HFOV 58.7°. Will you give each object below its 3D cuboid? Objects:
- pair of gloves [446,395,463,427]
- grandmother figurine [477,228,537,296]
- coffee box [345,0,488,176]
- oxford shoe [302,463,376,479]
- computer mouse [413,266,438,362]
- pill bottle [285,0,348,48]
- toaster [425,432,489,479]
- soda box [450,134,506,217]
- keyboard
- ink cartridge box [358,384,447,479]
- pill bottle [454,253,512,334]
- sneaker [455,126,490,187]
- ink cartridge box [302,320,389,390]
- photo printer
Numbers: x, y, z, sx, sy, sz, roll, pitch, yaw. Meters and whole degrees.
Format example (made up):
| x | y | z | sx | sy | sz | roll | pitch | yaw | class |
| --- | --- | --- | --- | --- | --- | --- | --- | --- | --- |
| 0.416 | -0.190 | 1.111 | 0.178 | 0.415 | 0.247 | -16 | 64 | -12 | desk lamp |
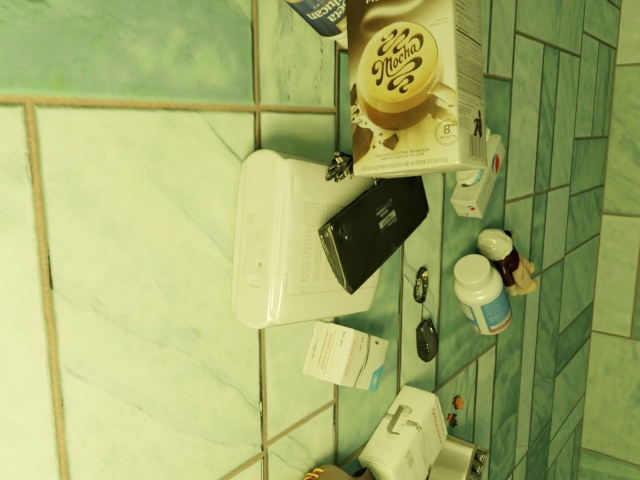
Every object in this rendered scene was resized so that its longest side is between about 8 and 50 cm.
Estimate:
| x | y | z | sx | sy | sz | roll | pitch | yaw | class |
| --- | --- | --- | --- | --- | --- | --- | --- | --- | --- |
| 0.378 | 0.478 | 1.589 | 0.074 | 0.010 | 0.083 | 47 | 61 | -47 | pair of gloves |
| 0.550 | 0.062 | 1.675 | 0.342 | 0.103 | 0.208 | 35 | 41 | -47 | grandmother figurine |
| 0.137 | -0.246 | 0.820 | 0.118 | 0.168 | 0.298 | -5 | 92 | -54 | coffee box |
| -0.022 | 0.474 | 1.001 | 0.363 | 0.129 | 0.133 | 17 | 50 | -46 | oxford shoe |
| 0.254 | 0.179 | 1.343 | 0.071 | 0.041 | 0.242 | -29 | 118 | -46 | computer mouse |
| 0.012 | -0.369 | 0.874 | 0.169 | 0.094 | 0.094 | 24 | 77 | -52 | pill bottle |
| 0.358 | 0.605 | 1.505 | 0.185 | 0.110 | 0.168 | 40 | 64 | -48 | toaster |
| 0.405 | -0.167 | 1.455 | 0.074 | 0.069 | 0.216 | 49 | 59 | -46 | soda box |
| 0.087 | -0.069 | 0.911 | 0.317 | 0.033 | 0.202 | -39 | 119 | -49 | keyboard |
| 0.190 | 0.460 | 1.270 | 0.218 | 0.092 | 0.159 | -45 | 130 | -37 | ink cartridge box |
| 0.421 | 0.139 | 1.488 | 0.124 | 0.124 | 0.222 | -59 | 139 | -27 | pill bottle |
| 0.359 | -0.222 | 1.394 | 0.083 | 0.071 | 0.191 | 36 | 59 | -43 | sneaker |
| 0.052 | 0.218 | 1.066 | 0.180 | 0.060 | 0.104 | 27 | 75 | -52 | ink cartridge box |
| 0.000 | 0.000 | 0.916 | 0.307 | 0.107 | 0.256 | 0 | 94 | -53 | photo printer |
